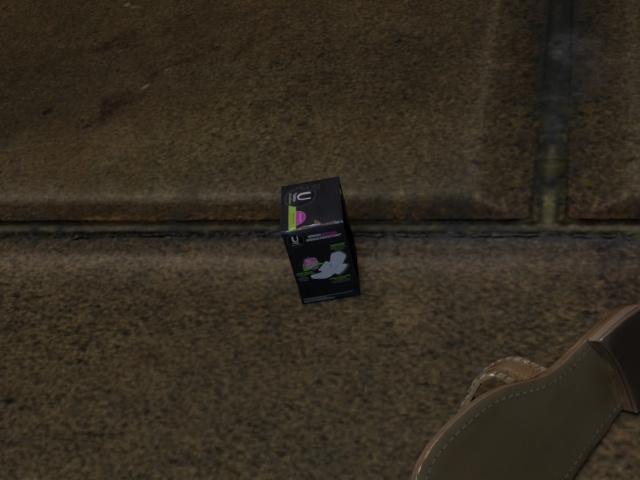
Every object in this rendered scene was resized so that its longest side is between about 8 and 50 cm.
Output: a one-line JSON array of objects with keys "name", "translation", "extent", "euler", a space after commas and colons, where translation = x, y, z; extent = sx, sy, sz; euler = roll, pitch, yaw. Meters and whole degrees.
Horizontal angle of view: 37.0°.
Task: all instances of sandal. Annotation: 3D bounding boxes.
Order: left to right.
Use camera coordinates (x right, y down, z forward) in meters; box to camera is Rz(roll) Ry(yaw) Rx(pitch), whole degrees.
[{"name": "sandal", "translation": [0.138, 0.116, 0.647], "extent": [0.240, 0.088, 0.079], "euler": [-29, 11, -26]}]

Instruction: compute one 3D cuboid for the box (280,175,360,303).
[{"name": "box", "translation": [0.000, 0.000, 0.790], "extent": [0.052, 0.083, 0.062], "euler": [-10, 41, 5]}]
